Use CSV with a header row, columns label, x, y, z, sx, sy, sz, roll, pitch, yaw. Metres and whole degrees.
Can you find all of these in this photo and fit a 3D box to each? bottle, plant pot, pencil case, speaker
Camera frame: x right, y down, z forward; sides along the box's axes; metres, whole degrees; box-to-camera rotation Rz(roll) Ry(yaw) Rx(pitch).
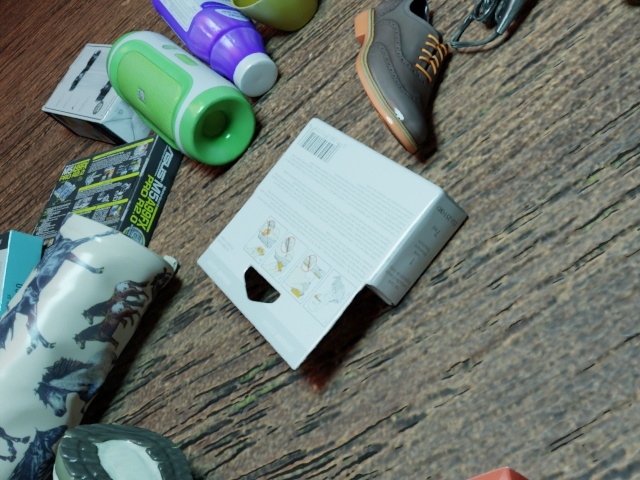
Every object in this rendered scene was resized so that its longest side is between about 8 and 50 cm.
label,x,y,z,sx,sy,sz,roll,pitch,yaw
bottle,-0.165,-0.334,1.302,0.283,0.118,0.092,52,126,34
plant pot,-0.059,-0.385,1.282,0.134,0.095,0.134,-25,45,29
pencil case,-0.343,0.158,1.064,0.160,0.183,0.410,9,65,43
speaker,-0.222,-0.225,1.261,0.131,0.131,0.296,-50,48,0

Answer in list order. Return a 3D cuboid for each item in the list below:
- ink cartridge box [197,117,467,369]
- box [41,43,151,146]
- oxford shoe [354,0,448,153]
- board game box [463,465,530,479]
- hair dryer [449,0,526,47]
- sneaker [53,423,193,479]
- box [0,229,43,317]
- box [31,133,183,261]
label,x,y,z,sx,sy,sz,roll,pitch,yaw
ink cartridge box,0.000,0.000,0.945,0.239,0.060,0.275,-52,39,0
box,-0.391,-0.274,1.527,0.290,0.087,0.169,17,73,49
oxford shoe,0.104,-0.215,0.990,0.098,0.097,0.271,-25,44,20
board game box,0.073,0.352,0.585,0.242,0.064,0.316,-28,43,26
hair dryer,0.276,-0.359,0.973,0.293,0.080,0.224,-25,60,37
sneaker,-0.153,0.357,0.788,0.410,0.158,0.182,43,124,50
box,-0.504,0.113,1.294,0.100,0.060,0.244,-10,70,40
box,-0.361,-0.049,1.339,0.270,0.060,0.216,-9,53,40
